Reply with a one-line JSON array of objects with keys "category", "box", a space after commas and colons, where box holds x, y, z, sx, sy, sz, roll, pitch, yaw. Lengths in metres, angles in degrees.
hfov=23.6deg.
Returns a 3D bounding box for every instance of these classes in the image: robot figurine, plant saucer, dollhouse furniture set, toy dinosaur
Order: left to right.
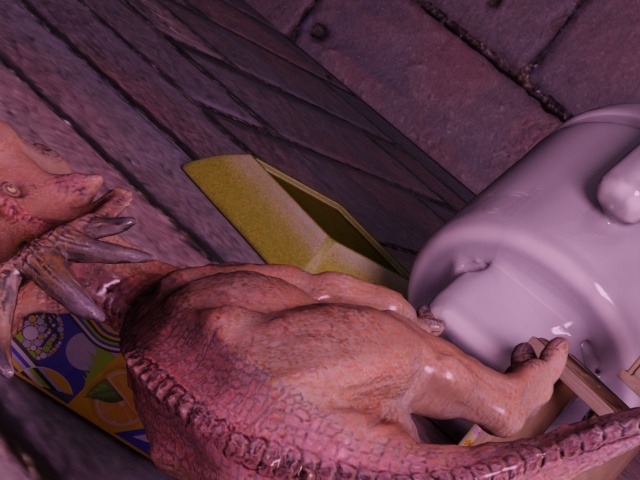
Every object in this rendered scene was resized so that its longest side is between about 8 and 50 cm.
[{"category": "toy dinosaur", "box": [-0.028, 0.051, 0.529, 0.200, 0.127, 0.296, 28, -8, -39]}, {"category": "plant saucer", "box": [0.000, 0.000, 1.263, 0.188, 0.045, 0.188, 27, 14, -48]}, {"category": "robot figurine", "box": [0.205, 0.023, 1.156, 0.200, 0.300, 0.353, 43, 49, 11]}, {"category": "dollhouse furniture set", "box": [0.187, 0.118, 0.986, 0.161, 0.182, 0.101, 26, 15, -50]}]

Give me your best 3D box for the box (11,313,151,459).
[{"category": "box", "box": [-0.060, 0.067, 0.686, 0.169, 0.059, 0.054, 35, 12, -16]}]
